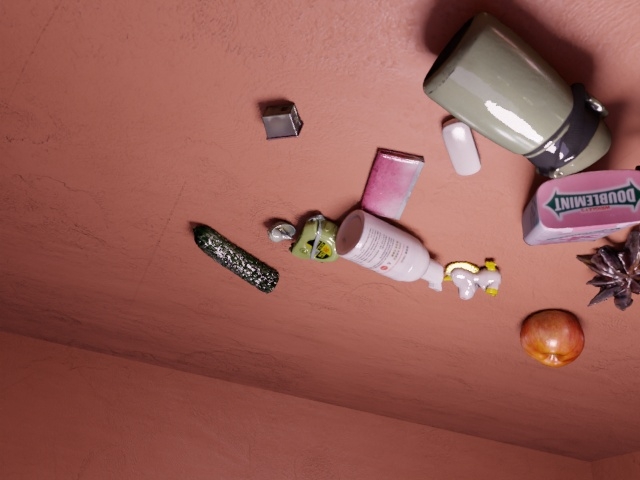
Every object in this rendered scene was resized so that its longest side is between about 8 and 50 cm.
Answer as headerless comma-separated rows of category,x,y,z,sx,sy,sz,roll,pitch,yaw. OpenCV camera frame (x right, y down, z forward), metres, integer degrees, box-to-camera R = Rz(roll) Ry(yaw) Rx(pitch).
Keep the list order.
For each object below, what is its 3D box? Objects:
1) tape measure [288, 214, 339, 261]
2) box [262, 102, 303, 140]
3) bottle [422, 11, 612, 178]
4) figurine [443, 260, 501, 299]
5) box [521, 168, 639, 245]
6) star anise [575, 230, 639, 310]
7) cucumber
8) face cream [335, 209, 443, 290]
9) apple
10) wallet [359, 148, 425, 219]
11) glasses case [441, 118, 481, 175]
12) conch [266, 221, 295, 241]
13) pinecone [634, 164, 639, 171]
tape measure,0.000,0.000,1.360,0.154,0.087,0.177,28,141,-2
box,-0.091,-0.279,1.036,0.084,0.060,0.063,-2,137,19
bottle,0.369,-0.249,0.813,0.347,0.168,0.168,33,140,-9
figurine,0.484,0.123,1.412,0.178,0.109,0.130,-8,114,24
box,0.563,-0.059,0.983,0.190,0.112,0.369,-4,174,18
star anise,0.843,0.080,1.225,0.212,0.129,0.283,-9,131,16
cucumber,-0.298,0.064,1.522,0.096,0.096,0.359,-24,132,38
face cream,0.231,0.045,1.314,0.369,0.145,0.145,24,142,-26
apple,0.810,0.347,1.551,0.209,0.164,0.209,8,142,7
wallet,0.184,-0.142,1.173,0.119,0.025,0.232,11,144,-1
glasses case,0.328,-0.214,1.024,0.063,0.041,0.164,-13,137,27
conch,-0.125,-0.031,1.380,0.085,0.057,0.076,-4,134,-32
pinecone,0.775,-0.130,0.840,0.296,0.298,0.242,9,-171,19
